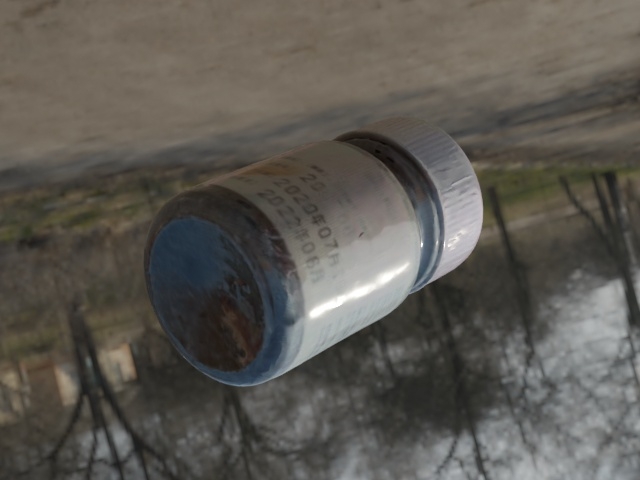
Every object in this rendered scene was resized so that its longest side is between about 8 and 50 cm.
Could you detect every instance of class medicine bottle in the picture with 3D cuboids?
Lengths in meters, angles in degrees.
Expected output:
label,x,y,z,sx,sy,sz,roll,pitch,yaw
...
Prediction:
label,x,y,z,sx,sy,sz,roll,pitch,yaw
medicine bottle,0.000,0.000,1.057,0.165,0.165,0.273,-18,-174,45
